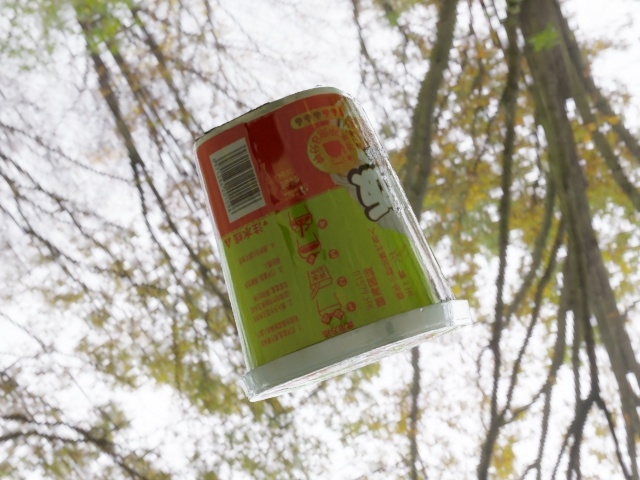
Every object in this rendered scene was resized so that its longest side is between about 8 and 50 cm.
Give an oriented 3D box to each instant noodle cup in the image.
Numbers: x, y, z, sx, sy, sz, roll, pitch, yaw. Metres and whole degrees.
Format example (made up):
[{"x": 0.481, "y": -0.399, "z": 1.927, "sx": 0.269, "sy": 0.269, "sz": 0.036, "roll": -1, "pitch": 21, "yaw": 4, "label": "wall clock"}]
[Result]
[{"x": 0.000, "y": 0.000, "z": 1.228, "sx": 0.294, "sy": 0.307, "sz": 0.294, "roll": -19, "pitch": 171, "yaw": -3, "label": "instant noodle cup"}]
